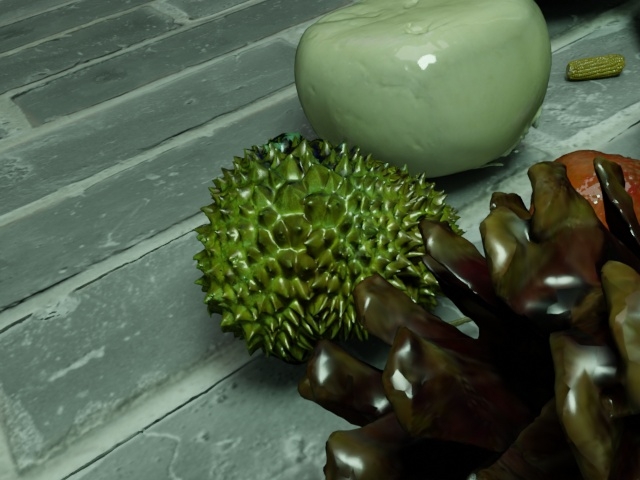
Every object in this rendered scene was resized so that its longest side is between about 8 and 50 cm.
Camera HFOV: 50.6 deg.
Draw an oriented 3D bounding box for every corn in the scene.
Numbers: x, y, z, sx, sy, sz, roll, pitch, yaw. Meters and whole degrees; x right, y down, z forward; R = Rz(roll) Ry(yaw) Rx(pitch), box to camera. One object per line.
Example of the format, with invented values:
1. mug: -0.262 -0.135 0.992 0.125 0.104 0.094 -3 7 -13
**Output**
1. corn: 0.451 -0.284 1.112 0.092 0.037 0.037 -6 38 5

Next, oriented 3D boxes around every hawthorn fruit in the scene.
1. hawthorn fruit: 0.238 0.025 0.699 0.285 0.165 0.165 -37 44 -12

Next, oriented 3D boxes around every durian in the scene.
1. durian: -0.002 -0.003 0.698 0.291 0.224 0.291 -18 9 3

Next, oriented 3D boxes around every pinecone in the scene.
1. pinecone: 0.153 0.109 0.443 0.384 0.384 0.384 -7 38 5

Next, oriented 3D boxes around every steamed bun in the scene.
1. steamed bun: 0.130 -0.206 0.934 0.312 0.233 0.334 -23 31 -13
